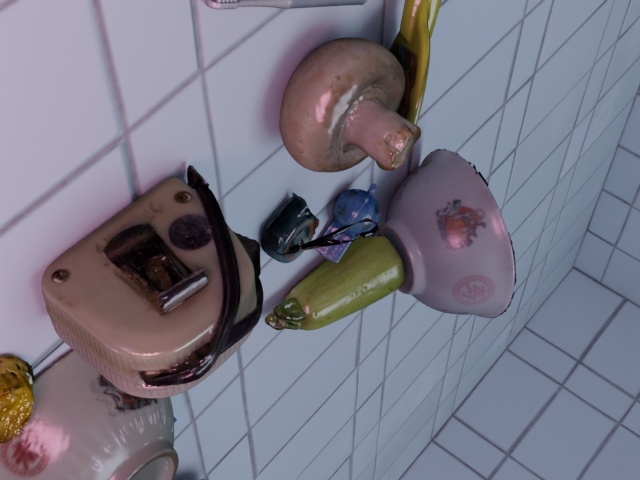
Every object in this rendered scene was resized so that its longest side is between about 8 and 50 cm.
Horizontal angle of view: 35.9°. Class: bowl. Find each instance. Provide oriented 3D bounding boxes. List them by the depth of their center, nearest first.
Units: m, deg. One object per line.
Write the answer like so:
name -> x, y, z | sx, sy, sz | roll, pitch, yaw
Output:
bowl -> -0.300, 0.305, 1.365 | 0.337, 0.157, 0.337 | -45, 156, -27
bowl -> 0.208, 0.011, 1.878 | 0.157, 0.345, 0.345 | -19, 144, -19

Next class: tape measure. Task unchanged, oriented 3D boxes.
tape measure -> -0.167, 0.048, 1.182 | 0.271, 0.231, 0.133 | -41, 152, -32
tape measure -> -0.001, 0.004, 1.560 | 0.107, 0.180, 0.104 | 67, 43, -63

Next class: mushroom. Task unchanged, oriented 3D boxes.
mushroom -> 0.051, -0.173, 1.374 | 0.204, 0.204, 0.204 | -44, 155, -27

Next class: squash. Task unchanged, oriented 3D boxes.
squash -> 0.007, 0.099, 1.804 | 0.287, 0.137, 0.137 | -30, 148, -27

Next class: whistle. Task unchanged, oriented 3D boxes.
whistle -> 0.052, -0.033, 1.721 | 0.158, 0.090, 0.090 | -56, 158, 2

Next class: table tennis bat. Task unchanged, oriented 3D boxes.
table tennis bat -> 0.135, -0.284, 1.486 | 0.224, 0.054, 0.369 | -114, -144, -70

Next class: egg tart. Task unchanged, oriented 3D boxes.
egg tart -> -0.386, 0.199, 1.174 | 0.130, 0.052, 0.130 | -41, 144, -39

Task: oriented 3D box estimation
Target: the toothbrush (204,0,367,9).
toothbrush -> -0.032, -0.308, 1.249 | 0.342, 0.025, 0.030 | -20, 136, -55

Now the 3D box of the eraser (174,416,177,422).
eraser -> -0.274, 0.305, 1.588 | 0.085, 0.027, 0.063 | -49, 156, -14
